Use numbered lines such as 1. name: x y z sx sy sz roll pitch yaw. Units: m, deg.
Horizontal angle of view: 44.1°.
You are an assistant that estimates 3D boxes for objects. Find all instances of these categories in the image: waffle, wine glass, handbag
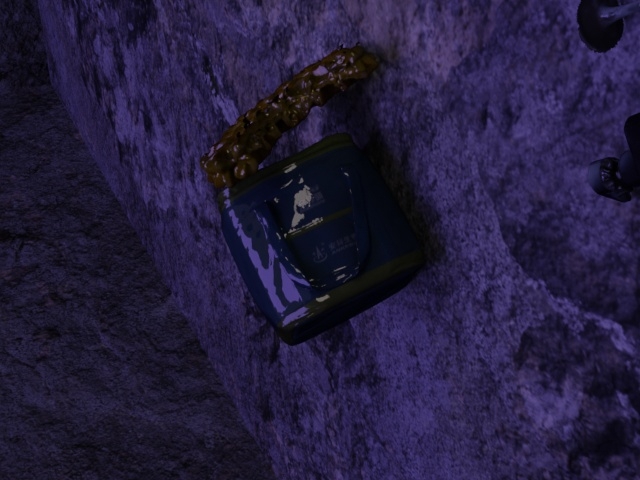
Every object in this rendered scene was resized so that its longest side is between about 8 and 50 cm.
1. waffle: -0.060 -0.189 1.159 0.069 0.293 0.259 53 169 -15
2. wine glass: 0.307 -0.210 0.661 0.198 0.066 0.066 -2 107 64
3. handbag: 0.000 0.000 1.201 0.241 0.263 0.222 60 175 12

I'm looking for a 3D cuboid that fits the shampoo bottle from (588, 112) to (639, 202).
1. shampoo bottle: 0.345 -0.085 0.670 0.309 0.071 0.098 -19 92 65
